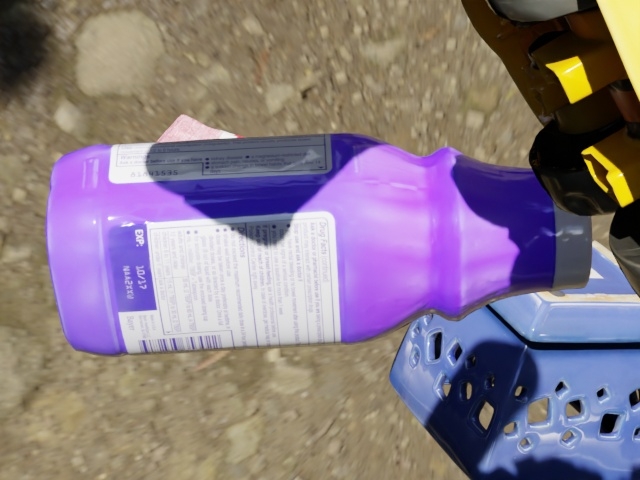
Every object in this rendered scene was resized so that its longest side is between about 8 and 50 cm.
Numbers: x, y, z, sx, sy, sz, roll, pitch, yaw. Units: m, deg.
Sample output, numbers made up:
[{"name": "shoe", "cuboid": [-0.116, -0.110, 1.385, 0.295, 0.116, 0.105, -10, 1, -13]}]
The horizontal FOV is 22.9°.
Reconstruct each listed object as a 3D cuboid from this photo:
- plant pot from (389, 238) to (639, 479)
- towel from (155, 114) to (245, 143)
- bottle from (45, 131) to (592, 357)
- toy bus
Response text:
[{"name": "plant pot", "cuboid": [0.241, 0.119, 1.714, 0.236, 0.236, 0.212, 2, 116, -26]}, {"name": "towel", "cuboid": [-0.081, -0.022, 1.609, 0.329, 0.037, 0.237, 16, 47, 30]}, {"name": "bottle", "cuboid": [0.000, 0.000, 0.846, 0.283, 0.118, 0.092, -4, 44, 0]}, {"name": "toy bus", "cuboid": [0.157, -0.102, 0.548, 0.211, 0.220, 0.149, -32, 113, 1]}]
